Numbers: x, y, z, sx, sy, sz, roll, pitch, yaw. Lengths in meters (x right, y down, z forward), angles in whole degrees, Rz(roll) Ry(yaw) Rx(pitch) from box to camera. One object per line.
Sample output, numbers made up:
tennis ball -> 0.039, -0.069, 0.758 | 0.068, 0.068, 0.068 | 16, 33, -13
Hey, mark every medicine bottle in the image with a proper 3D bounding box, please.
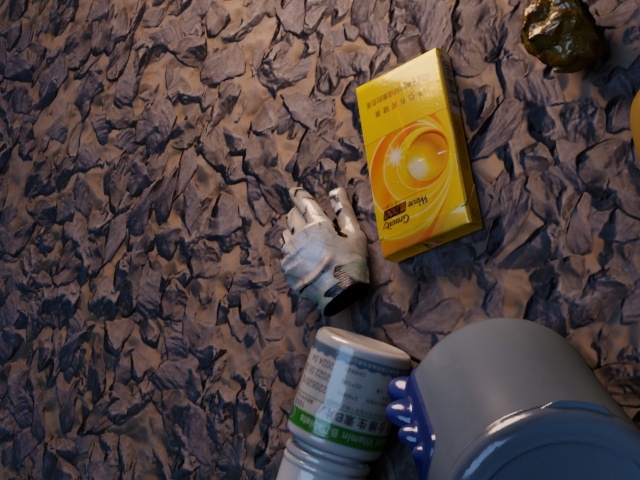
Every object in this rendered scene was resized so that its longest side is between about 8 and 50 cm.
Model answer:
medicine bottle -> 0.024, 0.245, 1.615 | 0.139, 0.139, 0.237 | 21, 92, 43

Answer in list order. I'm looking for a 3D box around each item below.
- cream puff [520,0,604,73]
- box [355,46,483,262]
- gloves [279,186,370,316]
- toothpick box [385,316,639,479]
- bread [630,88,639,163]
cream puff -> 0.299, -0.263, 1.514 | 0.094, 0.116, 0.122 | -26, 47, 21
box -> 0.133, -0.119, 1.674 | 0.152, 0.043, 0.269 | -25, 63, 35
gloves -> -0.007, 0.001, 1.731 | 0.127, 0.111, 0.212 | -48, 60, 28
toothpick box -> 0.207, 0.222, 1.330 | 0.263, 0.263, 0.355 | -60, 13, 13
bread -> 0.431, -0.104, 1.368 | 0.147, 0.098, 0.217 | -34, 57, 35
